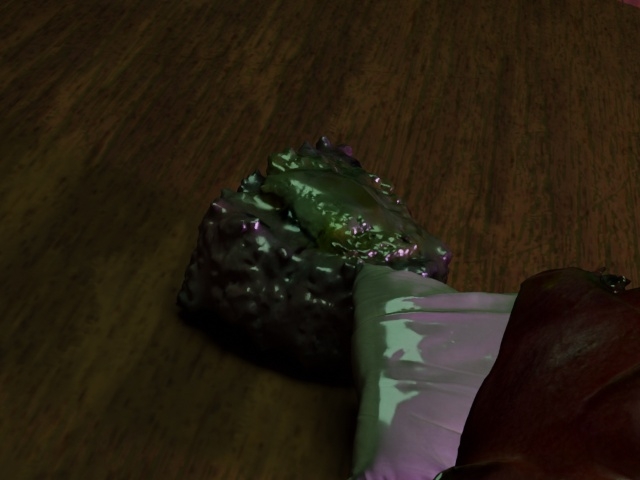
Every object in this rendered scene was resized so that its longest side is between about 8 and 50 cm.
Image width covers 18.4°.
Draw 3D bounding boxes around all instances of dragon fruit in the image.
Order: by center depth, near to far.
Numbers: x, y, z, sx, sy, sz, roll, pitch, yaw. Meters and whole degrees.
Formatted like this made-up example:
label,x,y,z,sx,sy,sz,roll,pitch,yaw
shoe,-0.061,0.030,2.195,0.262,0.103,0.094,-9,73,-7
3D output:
label,x,y,z,sx,sy,sz,roll,pitch,yaw
dragon fruit,0.172,0.130,0.955,0.250,0.250,0.315,24,62,18

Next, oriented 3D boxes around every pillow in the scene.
label,x,y,z,sx,sy,sz,roll,pitch,yaw
pillow,0.128,0.090,1.211,0.270,0.067,0.173,10,52,-24

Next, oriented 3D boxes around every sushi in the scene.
label,x,y,z,sx,sy,sz,roll,pitch,yaw
sushi,0.016,0.009,1.335,0.161,0.107,0.241,27,22,15
